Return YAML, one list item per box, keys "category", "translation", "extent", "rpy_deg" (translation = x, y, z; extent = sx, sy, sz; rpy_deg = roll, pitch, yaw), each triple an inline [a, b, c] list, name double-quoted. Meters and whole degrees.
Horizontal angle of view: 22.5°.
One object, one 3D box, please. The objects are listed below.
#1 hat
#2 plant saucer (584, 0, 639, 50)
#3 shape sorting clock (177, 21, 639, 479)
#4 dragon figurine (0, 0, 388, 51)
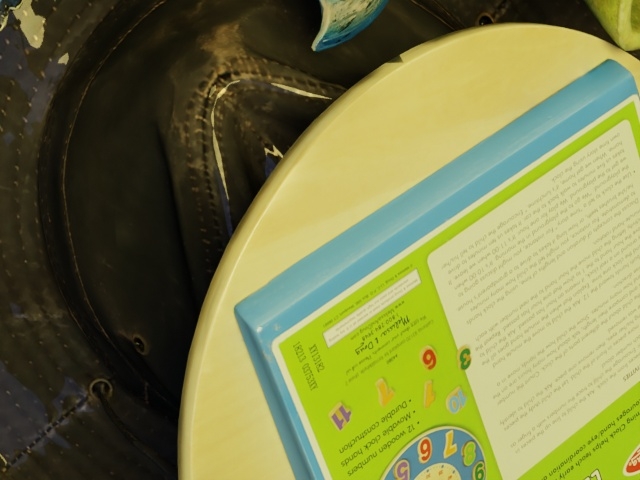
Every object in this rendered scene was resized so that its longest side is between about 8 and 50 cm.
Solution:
- category: "hat"
  translation: [0.000, 0.000, 0.536]
  extent: [0.331, 0.134, 0.331]
  rpy_deg: [-3, 104, -13]
- category: "plant saucer"
  translation: [0.128, -0.168, 0.501]
  extent: [0.045, 0.188, 0.188]
  rpy_deg: [18, 115, 34]
- category: "shape sorting clock"
  translation: [0.046, 0.039, 0.472]
  extent: [0.206, 0.040, 0.206]
  rpy_deg: [-9, 105, -34]
- category: "dragon figurine"
  translation: [-0.009, -0.114, 0.453]
  extent: [0.144, 0.289, 0.085]
  rpy_deg: [19, 141, -1]
